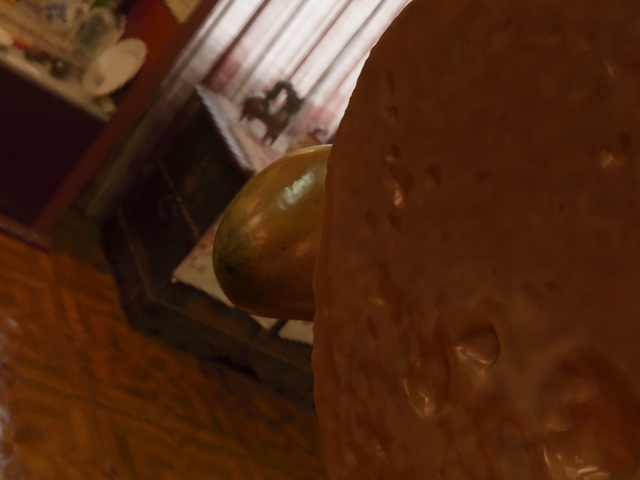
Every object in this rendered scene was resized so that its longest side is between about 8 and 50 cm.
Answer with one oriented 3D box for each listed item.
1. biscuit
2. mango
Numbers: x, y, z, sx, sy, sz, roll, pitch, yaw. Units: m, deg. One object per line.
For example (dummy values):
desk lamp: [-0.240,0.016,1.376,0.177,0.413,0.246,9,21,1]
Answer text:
biscuit: [0.138,0.042,0.415,0.062,0.365,0.385,9,70,-43]
mango: [0.003,-0.005,0.882,0.120,0.152,0.221,24,8,35]
